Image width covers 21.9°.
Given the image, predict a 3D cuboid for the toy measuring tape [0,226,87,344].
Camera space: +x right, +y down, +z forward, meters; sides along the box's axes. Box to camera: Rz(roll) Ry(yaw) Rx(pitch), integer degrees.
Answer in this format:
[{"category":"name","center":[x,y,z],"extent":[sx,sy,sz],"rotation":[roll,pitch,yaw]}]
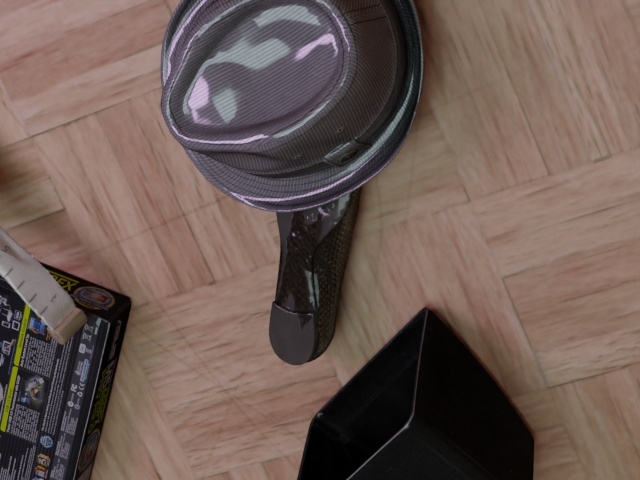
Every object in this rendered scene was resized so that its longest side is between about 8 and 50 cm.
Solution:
[{"category":"toy measuring tape","center":[-0.367,-0.018,1.641],"extent":[0.330,0.121,0.121],"rotation":[46,118,-4]}]

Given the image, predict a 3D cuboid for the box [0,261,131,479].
[{"category":"box","center":[-0.330,0.146,1.732],"extent":[0.216,0.060,0.270],"rotation":[21,116,10]}]

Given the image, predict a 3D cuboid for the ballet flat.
[{"category":"ballet flat","center":[0.000,0.000,1.568],"extent":[0.084,0.058,0.250],"rotation":[19,112,30]}]

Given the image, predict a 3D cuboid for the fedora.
[{"category":"fedora","center":[-0.046,-0.144,1.455],"extent":[0.275,0.124,0.244],"rotation":[-22,90,24]}]

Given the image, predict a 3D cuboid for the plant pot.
[{"category":"plant pot","center":[0.098,0.213,1.559],"extent":[0.167,0.188,0.187],"rotation":[36,119,-14]}]
